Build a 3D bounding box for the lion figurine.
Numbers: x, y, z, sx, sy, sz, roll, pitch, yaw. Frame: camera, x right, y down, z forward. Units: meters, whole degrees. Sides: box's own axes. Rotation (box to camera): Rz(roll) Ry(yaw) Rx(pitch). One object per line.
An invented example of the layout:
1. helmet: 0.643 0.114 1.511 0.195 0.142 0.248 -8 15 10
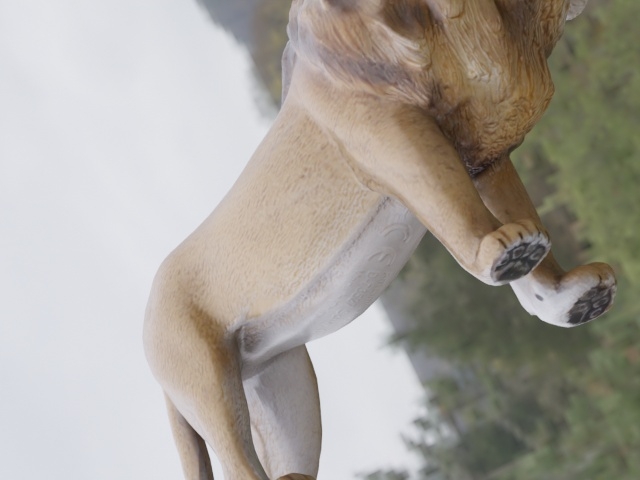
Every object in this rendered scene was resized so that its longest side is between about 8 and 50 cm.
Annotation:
1. lion figurine: 0.000 0.000 0.924 0.142 0.392 0.240 20 -151 -50
